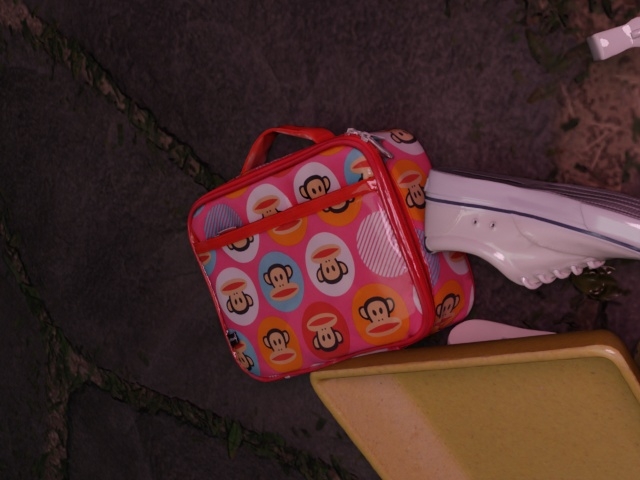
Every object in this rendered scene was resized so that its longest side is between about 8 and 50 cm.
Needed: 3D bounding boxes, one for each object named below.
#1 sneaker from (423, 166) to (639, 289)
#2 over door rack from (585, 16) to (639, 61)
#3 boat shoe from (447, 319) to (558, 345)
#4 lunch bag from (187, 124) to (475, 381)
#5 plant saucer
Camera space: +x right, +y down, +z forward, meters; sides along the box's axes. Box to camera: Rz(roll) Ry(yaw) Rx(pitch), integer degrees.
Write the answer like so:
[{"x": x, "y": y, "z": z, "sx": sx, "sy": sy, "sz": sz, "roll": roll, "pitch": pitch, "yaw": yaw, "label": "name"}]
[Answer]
[{"x": 0.208, "y": -0.002, "z": 0.989, "sx": 0.258, "sy": 0.094, "sz": 0.091, "roll": 15, "pitch": 106, "yaw": 35, "label": "sneaker"}, {"x": 0.370, "y": -0.086, "z": 0.776, "sx": 0.324, "sy": 0.108, "sz": 0.240, "roll": -18, "pitch": 93, "yaw": 28, "label": "over door rack"}, {"x": 0.208, "y": 0.131, "z": 1.074, "sx": 0.184, "sy": 0.066, "sz": 0.063, "roll": 9, "pitch": 133, "yaw": 32, "label": "boat shoe"}, {"x": 0.000, "y": 0.000, "z": 1.167, "sx": 0.293, "sy": 0.120, "sz": 0.258, "roll": -20, "pitch": 90, "yaw": 41, "label": "lunch bag"}, {"x": 0.205, "y": 0.201, "z": 1.028, "sx": 0.332, "sy": 0.081, "sz": 0.333, "roll": -11, "pitch": 124, "yaw": 43, "label": "plant saucer"}]
